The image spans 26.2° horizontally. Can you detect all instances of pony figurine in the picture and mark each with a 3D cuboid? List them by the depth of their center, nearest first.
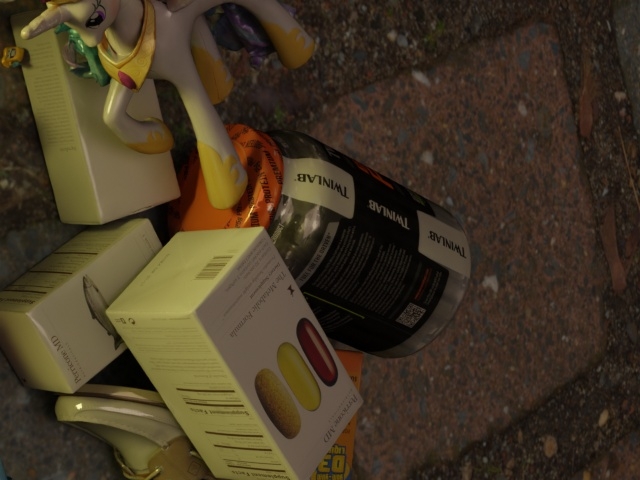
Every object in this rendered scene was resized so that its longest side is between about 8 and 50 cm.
[{"bbox_3d":[-0.137,-0.257,1.367,0.351,0.302,0.363,-64,147,-19],"label":"pony figurine"}]

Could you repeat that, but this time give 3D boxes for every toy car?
[{"bbox_3d":[-0.350,-0.162,1.407,0.060,0.040,0.122,36,66,-36],"label":"toy car"}]

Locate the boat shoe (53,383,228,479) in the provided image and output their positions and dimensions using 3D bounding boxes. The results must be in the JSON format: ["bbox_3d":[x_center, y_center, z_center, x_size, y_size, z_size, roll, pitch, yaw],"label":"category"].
[{"bbox_3d":[-0.167,0.231,1.521,0.302,0.113,0.103,23,72,-38],"label":"boat shoe"}]

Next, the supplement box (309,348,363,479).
[{"bbox_3d":[-0.006,0.248,1.691,0.078,0.080,0.233,10,85,-40],"label":"supplement box"}]

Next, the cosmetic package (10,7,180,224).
[{"bbox_3d":[-0.241,-0.141,1.478,0.117,0.085,0.231,-20,105,-41],"label":"cosmetic package"}]

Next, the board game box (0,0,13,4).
[{"bbox_3d":[-0.452,-0.236,1.212,0.305,0.193,0.053,-2,90,-42],"label":"board game box"}]

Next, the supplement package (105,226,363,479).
[{"bbox_3d":[-0.085,0.123,1.438,0.139,0.134,0.244,-52,124,-36],"label":"supplement package"}]

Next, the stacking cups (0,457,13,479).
[{"bbox_3d":[-0.355,0.224,1.376,0.096,0.096,0.316,-19,98,-41],"label":"stacking cups"}]

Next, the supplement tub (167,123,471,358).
[{"bbox_3d":[0.000,0.000,1.612,0.338,0.207,0.207,25,73,-40],"label":"supplement tub"}]

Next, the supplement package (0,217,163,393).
[{"bbox_3d":[-0.248,0.066,1.453,0.179,0.105,0.105,-42,117,-34],"label":"supplement package"}]
